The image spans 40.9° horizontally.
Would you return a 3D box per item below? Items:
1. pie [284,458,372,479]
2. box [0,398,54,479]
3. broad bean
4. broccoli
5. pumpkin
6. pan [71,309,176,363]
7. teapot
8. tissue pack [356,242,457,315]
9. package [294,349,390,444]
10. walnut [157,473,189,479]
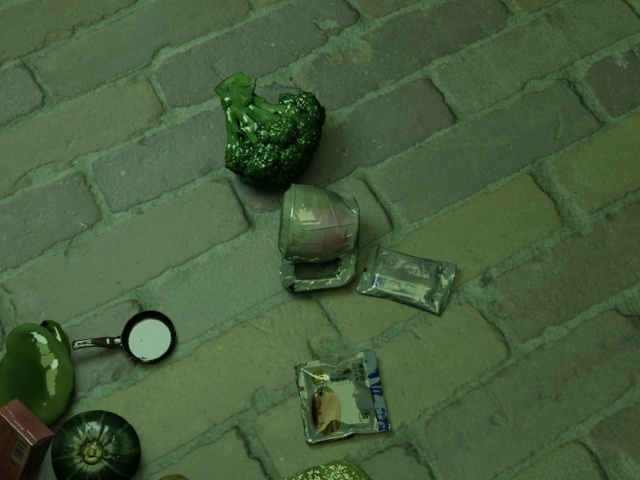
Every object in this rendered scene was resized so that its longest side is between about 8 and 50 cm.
[{"bbox_3d":[0.004,0.546,1.583,0.274,0.105,0.257,-37,60,-17],"label":"pie"},{"bbox_3d":[-0.582,0.395,1.637,0.111,0.156,0.060,38,27,15],"label":"box"},{"bbox_3d":[-0.571,0.271,1.727,0.169,0.100,0.228,10,77,14],"label":"broad bean"},{"bbox_3d":[-0.125,-0.250,1.898,0.270,0.270,0.270,-44,105,-18],"label":"broccoli"},{"bbox_3d":[-0.427,0.408,1.637,0.167,0.125,0.167,3,64,-6],"label":"pumpkin"},{"bbox_3d":[-0.406,0.209,1.779,0.212,0.040,0.115,-7,65,-11],"label":"pan"},{"bbox_3d":[0.002,-0.008,1.818,0.178,0.163,0.222,6,64,-5],"label":"teapot"},{"bbox_3d":[0.186,0.081,1.846,0.193,0.026,0.123,16,66,8],"label":"tissue pack"},{"bbox_3d":[0.042,0.315,1.733,0.173,0.027,0.171,-11,65,-1],"label":"package"},{"bbox_3d":[-0.286,0.500,1.610,0.124,0.105,0.105,-42,71,-14],"label":"walnut"}]
